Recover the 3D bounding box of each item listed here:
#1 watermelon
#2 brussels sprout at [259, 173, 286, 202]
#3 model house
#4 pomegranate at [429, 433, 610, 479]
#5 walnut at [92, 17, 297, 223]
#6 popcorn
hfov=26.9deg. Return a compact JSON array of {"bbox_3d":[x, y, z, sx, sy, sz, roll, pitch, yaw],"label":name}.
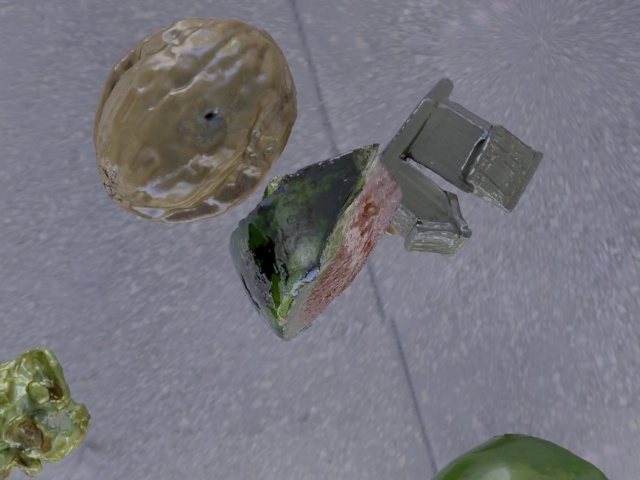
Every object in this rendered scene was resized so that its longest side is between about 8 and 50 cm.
[{"bbox_3d":[0.005,0.004,0.822,0.119,0.245,0.063,-35,76,-5],"label":"watermelon"},{"bbox_3d":[-0.049,-0.060,1.827,0.085,0.085,0.058,-38,82,13],"label":"brussels sprout"},{"bbox_3d":[0.156,-0.085,1.646,0.188,0.122,0.229,33,75,16],"label":"model house"},{"bbox_3d":[0.150,0.272,0.972,0.159,0.190,0.241,-38,93,-28],"label":"pomegranate"},{"bbox_3d":[-0.133,-0.127,1.403,0.198,0.198,0.245,42,89,1],"label":"walnut"},{"bbox_3d":[-0.345,0.206,1.567,0.135,0.141,0.162,2,79,34],"label":"popcorn"}]
